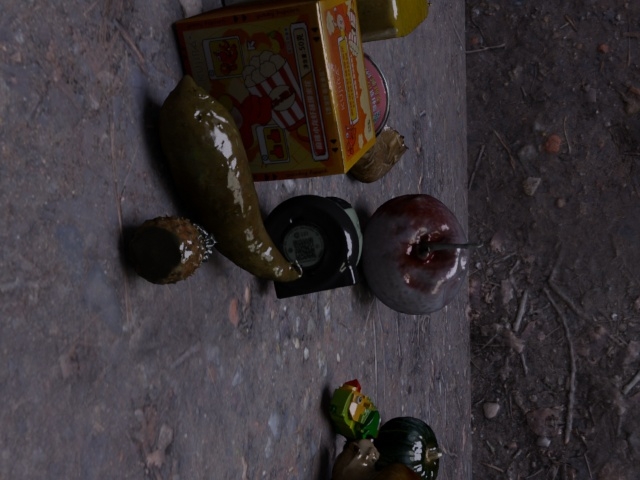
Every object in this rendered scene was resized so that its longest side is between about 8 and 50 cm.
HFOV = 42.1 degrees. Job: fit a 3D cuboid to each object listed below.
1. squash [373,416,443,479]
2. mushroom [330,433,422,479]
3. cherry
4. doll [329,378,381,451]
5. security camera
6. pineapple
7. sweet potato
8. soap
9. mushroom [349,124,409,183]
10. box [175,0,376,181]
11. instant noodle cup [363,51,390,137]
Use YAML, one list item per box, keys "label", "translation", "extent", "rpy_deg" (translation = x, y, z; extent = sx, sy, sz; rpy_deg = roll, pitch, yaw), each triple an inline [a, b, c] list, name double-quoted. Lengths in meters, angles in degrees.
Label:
- label: "squash"
  translation: [0.237, 0.585, 2.266]
  extent: [0.218, 0.172, 0.218]
  rpy_deg: [-6, 99, -39]
- label: "mushroom"
  translation: [0.105, 0.633, 1.874]
  extent: [0.345, 0.260, 0.345]
  rpy_deg: [-46, 156, -26]
- label: "cherry"
  translation: [0.255, 0.052, 2.221]
  extent: [0.334, 0.292, 0.326]
  rpy_deg: [83, -3, -54]
- label: "doll"
  translation: [0.074, 0.415, 1.945]
  extent: [0.134, 0.106, 0.186]
  rpy_deg: [-50, 137, -35]
- label: "security camera"
  translation: [0.000, 0.000, 1.694]
  extent: [0.277, 0.197, 0.191]
  rpy_deg: [-17, 95, -76]
- label: "pineapple"
  translation: [-0.207, 0.009, 1.247]
  extent: [0.198, 0.108, 0.108]
  rpy_deg: [-17, 104, -75]
- label: "sweet potato"
  translation: [-0.151, -0.070, 1.344]
  extent: [0.130, 0.131, 0.422]
  rpy_deg: [-69, 143, -47]
- label: "soap"
  translation: [0.023, -0.460, 1.596]
  extent: [0.293, 0.335, 0.156]
  rpy_deg: [-60, 142, -59]
- label: "mushroom"
  translation: [0.123, -0.231, 2.161]
  extent: [0.151, 0.156, 0.286]
  rpy_deg: [-61, 153, -4]
- label: "box"
  translation: [-0.070, -0.263, 1.418]
  extent: [0.214, 0.260, 0.283]
  rpy_deg: [-49, 133, -59]
- label: "instant noodle cup"
  translation: [-0.007, -0.255, 1.673]
  extent: [0.255, 0.244, 0.243]
  rpy_deg: [-46, 131, -54]
